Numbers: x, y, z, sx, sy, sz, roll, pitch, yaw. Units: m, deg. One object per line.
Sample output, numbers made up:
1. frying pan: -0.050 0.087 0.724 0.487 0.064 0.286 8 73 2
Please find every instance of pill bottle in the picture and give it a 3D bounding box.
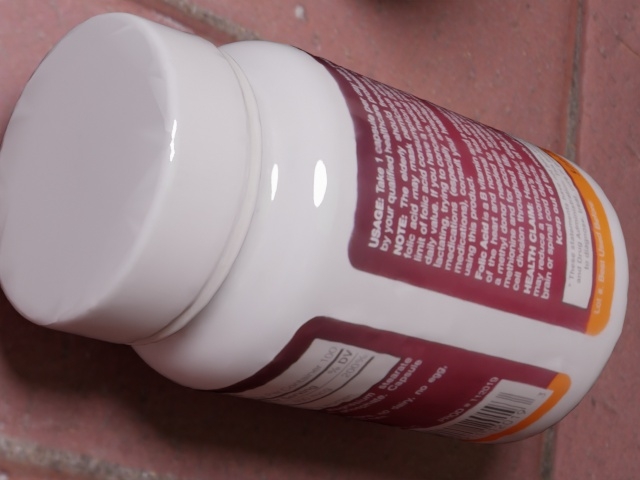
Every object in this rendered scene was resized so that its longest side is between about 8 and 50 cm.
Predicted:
1. pill bottle: 0.000 0.000 1.007 0.392 0.224 0.224 17 70 -41
